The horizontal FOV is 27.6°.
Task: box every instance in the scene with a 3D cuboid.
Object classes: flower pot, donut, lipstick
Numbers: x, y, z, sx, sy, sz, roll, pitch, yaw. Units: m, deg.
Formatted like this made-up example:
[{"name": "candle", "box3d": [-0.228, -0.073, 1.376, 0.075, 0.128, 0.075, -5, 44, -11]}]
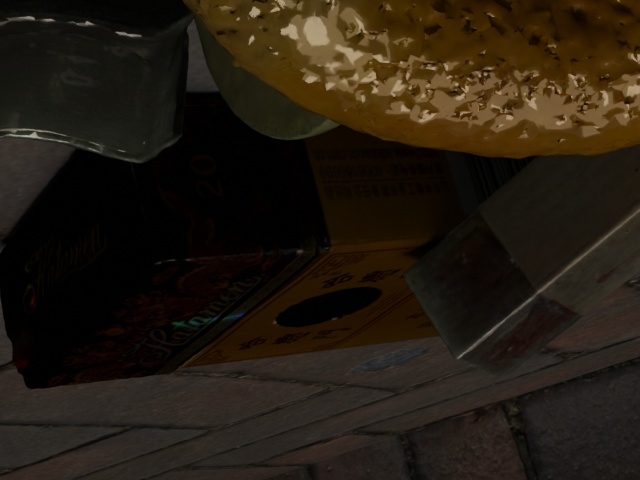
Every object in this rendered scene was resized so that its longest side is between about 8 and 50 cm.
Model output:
[{"name": "flower pot", "box3d": [-0.157, -0.092, 0.517, 0.229, 0.103, 0.108, -4, 159, -16]}, {"name": "donut", "box3d": [0.063, -0.133, 0.383, 0.277, 0.108, 0.277, -2, 132, -3]}, {"name": "lipstick", "box3d": [0.220, -0.061, 0.805, 0.371, 0.080, 0.076, -41, 145, 17]}]

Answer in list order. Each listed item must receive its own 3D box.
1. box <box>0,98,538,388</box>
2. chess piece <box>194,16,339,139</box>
[{"name": "box", "box3d": [-0.001, -0.001, 0.962, 0.415, 0.116, 0.264, -4, 161, -33]}, {"name": "chess piece", "box3d": [0.082, -0.130, 0.598, 0.251, 0.144, 0.144, -10, 164, -33]}]
